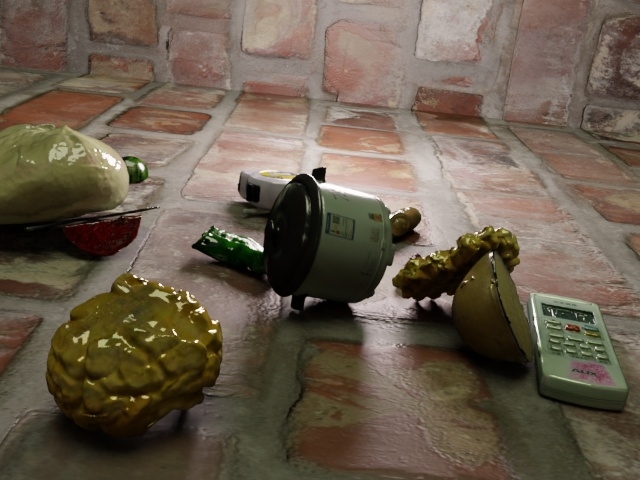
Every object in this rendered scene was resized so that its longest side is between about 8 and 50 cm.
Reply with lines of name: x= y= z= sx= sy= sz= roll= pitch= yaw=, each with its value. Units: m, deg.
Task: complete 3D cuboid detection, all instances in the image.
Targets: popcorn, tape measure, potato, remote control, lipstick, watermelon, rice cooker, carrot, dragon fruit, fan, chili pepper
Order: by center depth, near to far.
popcorn: x=-0.268 y=0.162 z=1.011 sx=0.250 sy=0.190 sz=0.250 roll=10 pitch=32 yaw=-6
potato: x=0.296 y=0.131 z=1.266 sx=0.117 sy=0.202 sz=0.182 roll=-20 pitch=19 yaw=25
remote control: x=0.464 y=0.193 z=1.305 sx=0.145 sy=0.050 sz=0.344 roll=10 pitch=22 yaw=8
rice cooker: x=0.000 y=0.000 z=1.377 sx=0.226 sy=0.281 sz=0.241 roll=11 pitch=-3 yaw=-25
dragon fruit: x=-0.461 y=-0.009 z=1.521 sx=0.162 sy=0.083 sz=0.106 roll=-14 pitch=7 yaw=-17
chili pepper: x=-0.180 y=0.023 z=1.530 sx=0.224 sy=0.061 sz=0.098 roll=16 pitch=29 yaw=27
fan: x=-0.475 y=-0.052 z=1.555 sx=0.223 sy=0.012 sz=0.294 roll=-8 pitch=5 yaw=8
lipstick: x=0.197 y=0.062 z=1.586 sx=0.027 sy=0.027 sz=0.176 roll=13 pitch=22 yaw=17
carrot: x=0.148 y=-0.022 z=1.734 sx=0.070 sy=0.070 sz=0.342 roll=21 pitch=28 yaw=33
tape measure: x=-0.117 y=-0.124 z=1.869 sx=0.196 sy=0.105 sz=0.178 roll=4 pitch=15 yaw=-11
watermelon: x=-0.536 y=-0.205 z=1.991 sx=0.105 sy=0.062 sz=0.105 roll=7 pitch=26 yaw=-4

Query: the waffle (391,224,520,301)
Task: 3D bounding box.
waffle: x=0.261 y=0.052 z=1.376 sx=0.253 sy=0.056 sz=0.249 roll=-15 pitch=-24 yaw=8

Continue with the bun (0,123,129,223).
bun: x=-0.612 y=-0.151 z=1.556 sx=0.360 sy=0.213 sz=0.361 roll=-5 pitch=7 yaw=1
